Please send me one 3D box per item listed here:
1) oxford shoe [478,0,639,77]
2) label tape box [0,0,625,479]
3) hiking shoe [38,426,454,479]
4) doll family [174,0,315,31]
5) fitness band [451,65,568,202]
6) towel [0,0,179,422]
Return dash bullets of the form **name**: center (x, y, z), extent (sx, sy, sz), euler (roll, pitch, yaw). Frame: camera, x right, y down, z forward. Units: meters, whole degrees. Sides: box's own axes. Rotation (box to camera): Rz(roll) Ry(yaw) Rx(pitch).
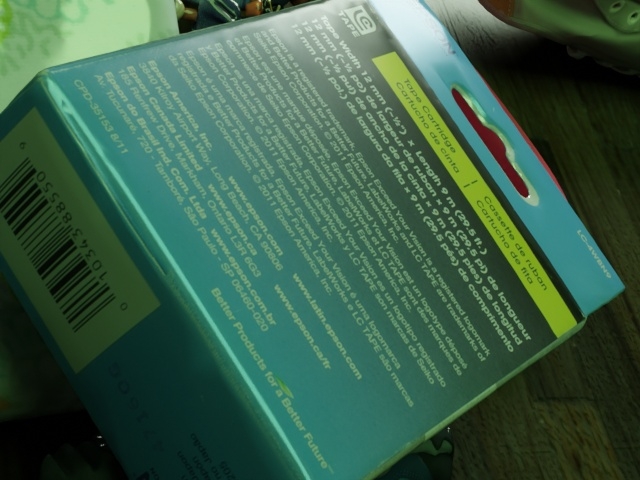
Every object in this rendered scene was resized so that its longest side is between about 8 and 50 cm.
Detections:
- **oxford shoe**: center (0.287, -0.218, 1.376), extent (0.449, 0.130, 0.169), euler (12, 44, -46)
- **label tape box**: center (0.000, 0.000, 0.846), extent (0.249, 0.115, 0.347), euler (56, 37, 6)
- **hiking shoe**: center (-0.036, 0.170, 0.881), extent (0.304, 0.113, 0.132), euler (-2, 89, -43)
- **doll family**: center (-0.056, -0.127, 1.061), extent (0.111, 0.193, 0.076), euler (7, 8, -11)
- **fitness band**: center (0.081, -0.058, 1.156), extent (0.209, 0.054, 0.291), euler (-21, 72, -46)
- **towel**: center (-0.220, -0.080, 0.853), extent (0.320, 0.090, 0.375), euler (-4, 84, -35)
